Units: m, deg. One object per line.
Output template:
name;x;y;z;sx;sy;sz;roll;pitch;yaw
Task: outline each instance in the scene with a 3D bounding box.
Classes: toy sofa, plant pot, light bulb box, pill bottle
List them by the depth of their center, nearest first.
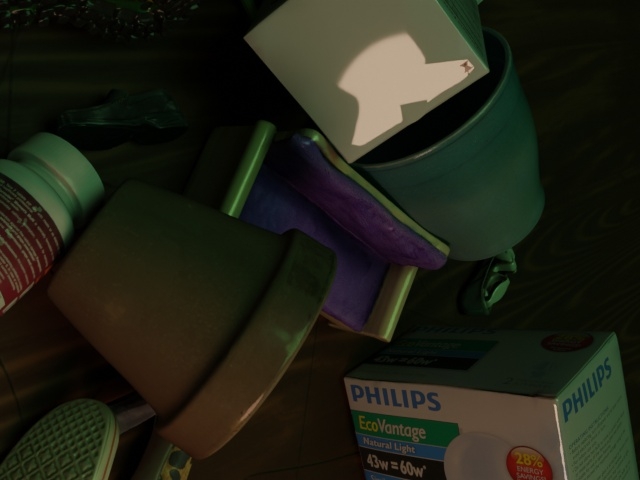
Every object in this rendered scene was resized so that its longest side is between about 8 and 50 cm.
pill bottle;-0.317;-0.001;0.790;0.221;0.121;0.121;-51;125;-36
plant pot;-0.147;0.057;0.859;0.229;0.263;0.263;36;60;-11
toy sofa;0.000;0.000;1.091;0.362;0.177;0.150;37;70;-41
plant pot;0.189;-0.115;1.166;0.255;0.272;0.271;51;54;-34
light bulb box;0.266;0.337;1.252;0.225;0.358;0.360;-25;107;-47

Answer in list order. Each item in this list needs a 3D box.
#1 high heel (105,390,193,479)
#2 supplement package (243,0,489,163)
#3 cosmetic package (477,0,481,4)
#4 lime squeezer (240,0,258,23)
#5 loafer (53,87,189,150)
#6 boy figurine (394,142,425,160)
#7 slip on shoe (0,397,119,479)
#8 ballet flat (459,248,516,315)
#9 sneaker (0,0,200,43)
high heel;-0.162;0.285;0.982;0.186;0.093;0.261;-19;103;-50
supplement package;0.062;-0.272;1.005;0.198;0.199;0.262;48;26;-22
cosmetic package;0.068;-0.482;1.158;0.156;0.217;0.385;-50;126;-38
lime squeezer;-0.121;-0.425;1.063;0.110;0.059;0.310;-18;102;-46
loafer;-0.232;-0.143;0.943;0.170;0.062;0.061;-11;75;-51
boy figurine;0.160;-0.151;1.341;0.177;0.092;0.285;-33;114;-40
slip on shoe;-0.287;0.323;0.837;0.101;0.123;0.331;52;50;-62
ballet flat;0.331;0.062;1.542;0.213;0.068;0.072;-53;126;-34
sneaker;-0.297;-0.296;0.839;0.344;0.134;0.146;-4;67;-44
